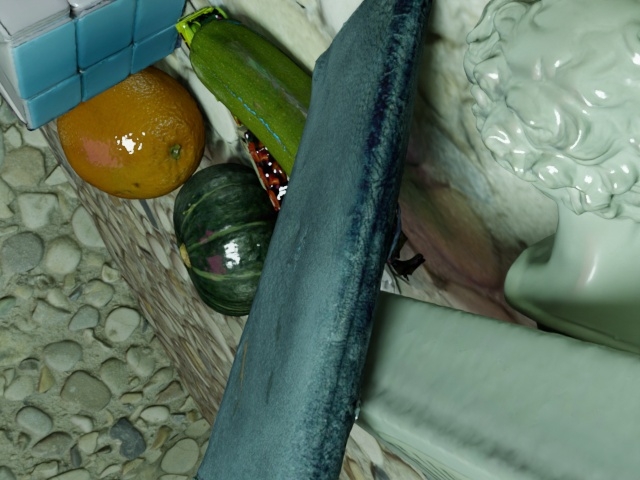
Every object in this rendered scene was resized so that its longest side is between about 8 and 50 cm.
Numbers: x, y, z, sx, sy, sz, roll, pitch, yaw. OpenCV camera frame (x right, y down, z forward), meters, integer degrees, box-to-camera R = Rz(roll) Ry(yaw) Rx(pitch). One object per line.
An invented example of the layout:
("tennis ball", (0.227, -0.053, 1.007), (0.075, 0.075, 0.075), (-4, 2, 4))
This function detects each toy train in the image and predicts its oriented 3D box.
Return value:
("toy train", (-0.081, -0.143, 0.879), (0.249, 0.053, 0.085), (63, 166, -22))

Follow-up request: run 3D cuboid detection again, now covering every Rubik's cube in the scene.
("Rubik's cube", (-0.303, -0.300, 0.873), (0.221, 0.225, 0.231), (53, 158, 2))

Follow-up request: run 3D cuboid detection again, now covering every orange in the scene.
("orange", (-0.255, -0.148, 1.057), (0.206, 0.206, 0.206), (45, 158, 25))

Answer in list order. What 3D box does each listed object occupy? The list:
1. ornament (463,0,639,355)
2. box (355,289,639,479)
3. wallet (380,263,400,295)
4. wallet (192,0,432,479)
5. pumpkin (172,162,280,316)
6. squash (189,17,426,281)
("ornament", (0.165, -0.009, 0.440), (0.130, 0.120, 0.285), (10, 136, 39))
("box", (0.217, 0.185, 0.483), (0.396, 0.111, 0.396), (39, 167, -23))
("wallet", (0.027, 0.028, 0.926), (0.190, 0.033, 0.095), (18, 140, 59))
("wallet", (0.000, 0.000, 0.549), (0.046, 0.378, 0.191), (19, 164, -19))
("pumpkin", (-0.112, -0.001, 1.026), (0.211, 0.152, 0.211), (161, 90, -81))
("squash", (-0.013, -0.098, 0.740), (0.331, 0.087, 0.087), (50, 159, 17))
